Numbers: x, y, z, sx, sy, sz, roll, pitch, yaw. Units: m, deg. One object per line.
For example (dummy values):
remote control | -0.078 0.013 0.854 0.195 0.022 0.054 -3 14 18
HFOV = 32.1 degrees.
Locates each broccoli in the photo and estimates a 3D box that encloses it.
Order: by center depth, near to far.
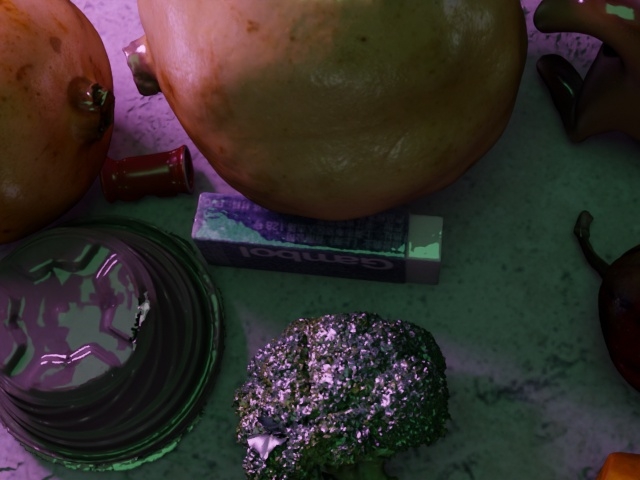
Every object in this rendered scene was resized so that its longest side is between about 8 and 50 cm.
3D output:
broccoli | 0.019 0.137 0.904 0.195 0.195 0.156 -5 94 4

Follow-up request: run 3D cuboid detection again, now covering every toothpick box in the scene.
toothpick box | -0.161 -0.060 1.028 0.083 0.047 0.047 -7 75 4

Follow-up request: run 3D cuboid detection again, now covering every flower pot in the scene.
flower pot | -0.201 0.076 0.949 0.235 0.140 0.235 -1 76 3

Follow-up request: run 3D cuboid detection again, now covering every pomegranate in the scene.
pomegranate | 0.001 -0.174 0.900 0.332 0.332 0.332 -1 75 5
pomegranate | -0.299 -0.120 0.947 0.264 0.264 0.264 -1 75 5

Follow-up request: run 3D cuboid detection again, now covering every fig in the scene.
fig | 0.286 0.062 0.904 0.202 0.149 0.148 11 94 22

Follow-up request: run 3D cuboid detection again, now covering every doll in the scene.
doll | 0.305 -0.237 0.972 0.318 0.209 0.340 25 79 -22

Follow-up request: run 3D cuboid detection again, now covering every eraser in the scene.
eraser | 0.000 0.000 0.975 0.212 0.092 0.046 5 75 5

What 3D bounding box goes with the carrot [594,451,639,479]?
carrot | 0.349 0.267 0.860 0.302 0.114 0.114 26 79 9
